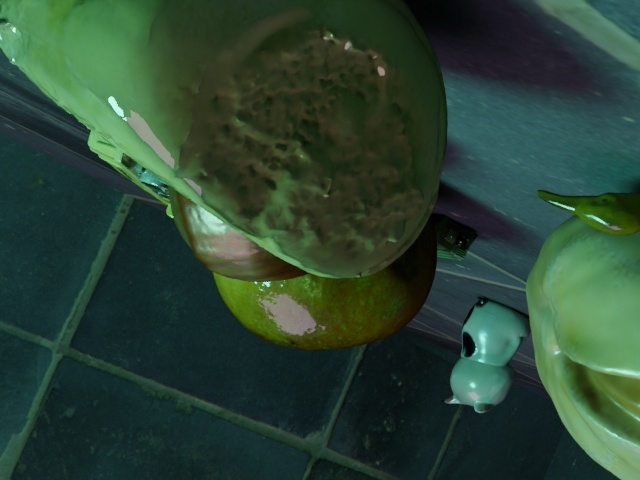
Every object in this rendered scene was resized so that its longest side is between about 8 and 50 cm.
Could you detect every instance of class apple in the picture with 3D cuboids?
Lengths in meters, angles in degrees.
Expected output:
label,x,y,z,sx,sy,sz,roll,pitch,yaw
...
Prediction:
label,x,y,z,sx,sy,sz,roll,pitch,yaw
apple,0.000,0.000,1.303,0.236,0.208,0.237,0,-156,0

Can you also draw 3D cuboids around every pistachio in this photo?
label,x,y,z,sx,sy,sz,roll,pitch,yaw
pistachio,0.286,0.080,0.912,0.308,0.230,0.230,16,171,28

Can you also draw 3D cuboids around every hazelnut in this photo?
label,x,y,z,sx,sy,sz,roll,pitch,yaw
hazelnut,-0.031,-0.055,1.102,0.214,0.176,0.214,-9,-172,1

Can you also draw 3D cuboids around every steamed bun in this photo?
label,x,y,z,sx,sy,sz,roll,pitch,yaw
steamed bun,-0.054,-0.108,0.742,0.273,0.166,0.232,36,180,-40

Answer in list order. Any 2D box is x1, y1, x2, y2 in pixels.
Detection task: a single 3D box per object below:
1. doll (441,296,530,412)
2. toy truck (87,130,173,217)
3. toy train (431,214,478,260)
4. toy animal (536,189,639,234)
label,x,y,z,sx,sy,sz,roll,pitch,yaw
doll,0.272,0.186,2.038,0.106,0.181,0.110,12,179,-27
toy truck,-0.165,-0.103,1.371,0.157,0.124,0.272,21,173,17
toy train,0.140,-0.006,1.478,0.056,0.038,0.093,33,172,-21
toy animal,0.211,-0.020,0.730,0.155,0.095,0.219,21,135,30
